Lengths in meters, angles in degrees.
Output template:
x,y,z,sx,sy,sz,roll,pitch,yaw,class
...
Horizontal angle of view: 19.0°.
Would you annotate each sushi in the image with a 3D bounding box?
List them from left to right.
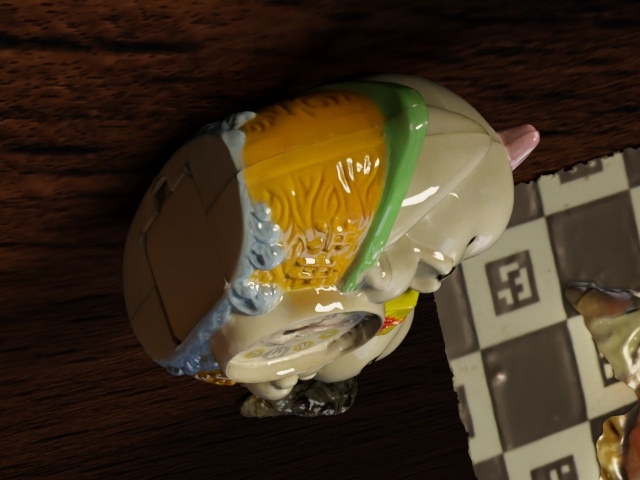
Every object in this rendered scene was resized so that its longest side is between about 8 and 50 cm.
x,y,z,sx,sy,sz,roll,pitch,yaw,class
0.232,0.101,1.199,0.359,0.343,0.064,-17,-170,-25,sushi

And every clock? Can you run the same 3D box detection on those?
x,y,z,sx,sy,sz,roll,pitch,yaw,class
0.000,0.000,0.818,0.144,0.103,0.231,-7,159,-28,clock

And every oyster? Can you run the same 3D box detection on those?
x,y,z,sx,sy,sz,roll,pitch,yaw,class
-0.012,0.119,1.391,0.083,0.038,0.080,-27,168,8,oyster

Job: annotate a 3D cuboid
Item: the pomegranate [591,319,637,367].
x,y,z,sx,sy,sz,roll,pitch,yaw,class
0.151,0.040,1.239,0.122,0.122,0.161,-21,136,-12,pomegranate
